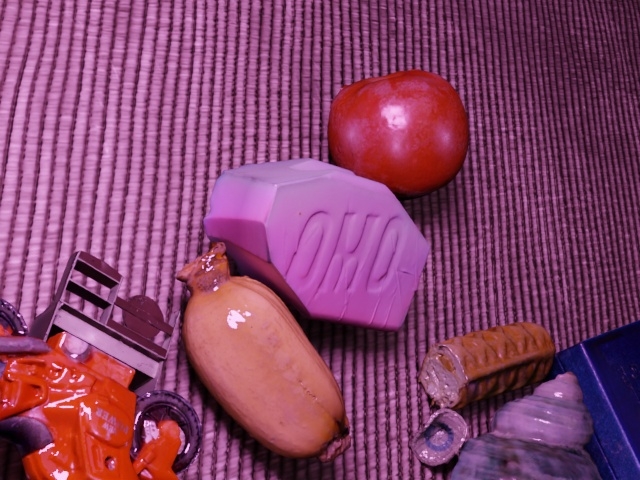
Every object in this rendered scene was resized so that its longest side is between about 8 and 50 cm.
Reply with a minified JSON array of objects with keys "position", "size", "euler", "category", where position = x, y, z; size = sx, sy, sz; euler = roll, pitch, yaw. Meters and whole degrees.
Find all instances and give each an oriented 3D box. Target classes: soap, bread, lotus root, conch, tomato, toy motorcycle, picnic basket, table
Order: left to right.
[{"position":[-0.279,0.202,1.255],"size":[0.326,0.148,0.221],"euler":[32,60,-22],"category":"toy motorcycle"},{"position":[-0.251,0.123,1.404],"size":[0.146,0.062,0.175],"euler":[33,48,-25],"category":"table"},{"position":[-0.076,0.149,1.503],"size":[0.303,0.131,0.146],"euler":[54,9,-5],"category":"lotus root"},{"position":[0.000,0.000,1.588],"size":[0.324,0.109,0.193],"euler":[15,96,-48],"category":"soap"},{"position":[0.113,-0.150,1.820],"size":[0.208,0.208,0.184],"euler":[-27,109,-49],"category":"tomato"},{"position":[0.164,0.270,1.696],"size":[0.065,0.083,0.083],"euler":[44,-2,6],"category":"picnic basket"},{"position":[0.254,0.180,1.831],"size":[0.269,0.087,0.098],"euler":[-8,68,-47],"category":"bread"},{"position":[0.299,0.310,1.743],"size":[0.220,0.195,0.277],"euler":[34,77,-12],"category":"conch"}]

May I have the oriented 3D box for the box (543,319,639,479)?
[{"position":[0.512,0.270,2.006],"size":[0.279,0.116,0.261],"euler":[-12,75,-45],"category":"box"}]
